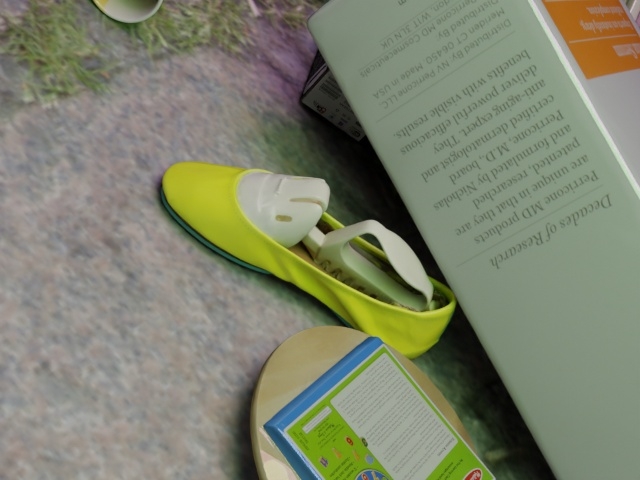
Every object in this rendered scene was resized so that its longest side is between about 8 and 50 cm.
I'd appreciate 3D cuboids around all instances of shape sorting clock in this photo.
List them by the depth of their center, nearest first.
[{"bbox_3d":[0.036,0.149,0.810,0.206,0.040,0.206,28,39,-25],"label":"shape sorting clock"}]

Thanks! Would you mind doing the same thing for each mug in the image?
[{"bbox_3d":[-0.143,-0.211,0.950,0.078,0.062,0.064,46,30,-11],"label":"mug"}]

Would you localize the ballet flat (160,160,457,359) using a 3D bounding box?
[{"bbox_3d":[0.000,0.000,0.878,0.231,0.077,0.077,35,41,-13],"label":"ballet flat"}]

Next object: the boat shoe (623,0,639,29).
[{"bbox_3d":[0.258,-0.164,1.151,0.096,0.116,0.324,37,72,-35],"label":"boat shoe"}]

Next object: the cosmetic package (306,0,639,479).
[{"bbox_3d":[0.201,-0.013,0.930,0.453,0.161,0.230,62,30,4],"label":"cosmetic package"}]

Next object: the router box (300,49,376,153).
[{"bbox_3d":[0.078,-0.119,1.078,0.179,0.046,0.133,34,39,-15],"label":"router box"}]
